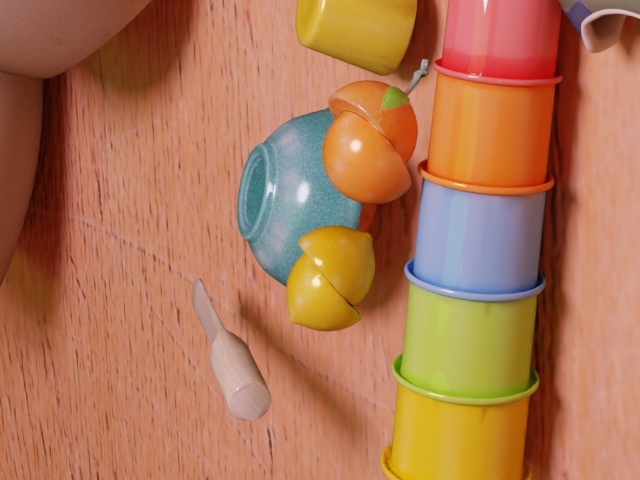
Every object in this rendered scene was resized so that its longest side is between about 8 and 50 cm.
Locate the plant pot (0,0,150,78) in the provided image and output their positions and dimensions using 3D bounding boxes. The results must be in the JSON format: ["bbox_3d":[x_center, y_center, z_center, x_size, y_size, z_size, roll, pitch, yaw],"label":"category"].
[{"bbox_3d":[-0.225,-0.235,1.122,0.191,0.284,0.284,50,150,-21],"label":"plant pot"}]

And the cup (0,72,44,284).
[{"bbox_3d":[-0.381,-0.129,1.324,0.331,0.331,0.237,43,106,39],"label":"cup"}]

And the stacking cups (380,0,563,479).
[{"bbox_3d":[0.095,-0.005,0.864,0.096,0.096,0.316,27,119,47],"label":"stacking cups"}]

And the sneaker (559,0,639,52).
[{"bbox_3d":[0.188,-0.144,0.733,0.192,0.064,0.086,-9,100,54],"label":"sneaker"}]

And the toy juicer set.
[{"bbox_3d":[0.000,0.000,0.969,0.209,0.089,0.329,-103,29,-46],"label":"toy juicer set"}]
